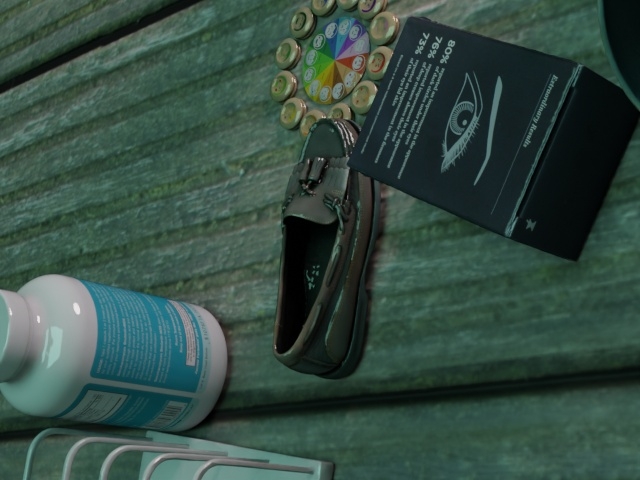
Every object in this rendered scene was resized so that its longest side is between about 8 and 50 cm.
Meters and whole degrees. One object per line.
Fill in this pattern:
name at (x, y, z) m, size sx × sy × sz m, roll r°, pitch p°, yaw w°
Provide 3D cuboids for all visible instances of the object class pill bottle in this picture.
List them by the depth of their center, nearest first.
pill bottle at (-0.236, 0.118, 1.209) m, size 0.146 × 0.264 × 0.146 m, roll -15°, pitch 67°, yaw 40°

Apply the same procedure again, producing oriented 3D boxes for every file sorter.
file sorter at (-0.156, 0.294, 1.145) m, size 0.278 × 0.173 × 0.193 m, roll 0°, pitch 78°, yaw 44°

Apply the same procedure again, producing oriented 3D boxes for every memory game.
memory game at (0.011, -0.194, 1.240) m, size 0.186 × 0.012 × 0.186 m, roll -15°, pitch 67°, yaw 41°

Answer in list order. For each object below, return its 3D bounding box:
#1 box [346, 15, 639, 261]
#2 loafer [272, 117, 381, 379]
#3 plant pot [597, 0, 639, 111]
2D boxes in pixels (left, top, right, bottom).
box at (0.148, -0.091, 1.008) m, size 0.207 × 0.108 × 0.153 m, roll 29°, pitch 99°, yaw 44°
loafer at (0.000, 0.000, 1.139) m, size 0.096 × 0.084 × 0.267 m, roll -10°, pitch 73°, yaw 42°
plant pot at (0.334, -0.216, 0.777) m, size 0.290 × 0.290 × 0.195 m, roll -33°, pitch 26°, yaw 33°
